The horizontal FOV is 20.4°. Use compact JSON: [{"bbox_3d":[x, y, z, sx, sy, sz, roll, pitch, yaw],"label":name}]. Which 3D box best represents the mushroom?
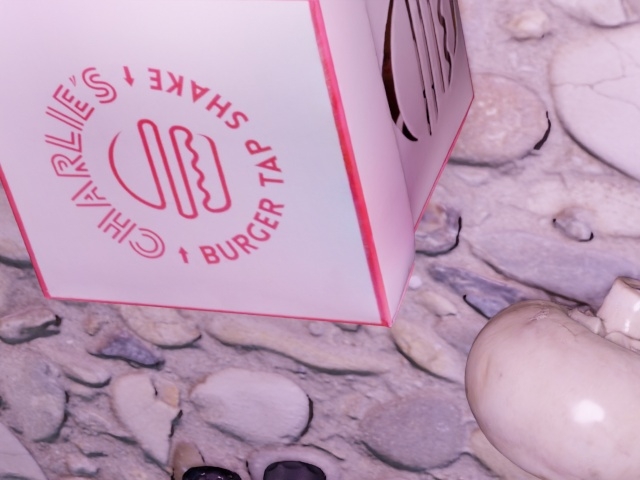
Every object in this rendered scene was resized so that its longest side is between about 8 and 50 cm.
[{"bbox_3d":[0.256,0.129,1.604,0.246,0.202,0.246,28,-179,-1],"label":"mushroom"}]

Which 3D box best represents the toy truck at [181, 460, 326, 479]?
[{"bbox_3d":[-0.059,0.341,1.998,0.224,0.147,0.165,-11,149,30],"label":"toy truck"}]

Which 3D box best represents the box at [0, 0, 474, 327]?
[{"bbox_3d":[-0.070,-0.149,1.411,0.312,0.300,0.314,4,131,22],"label":"box"}]
